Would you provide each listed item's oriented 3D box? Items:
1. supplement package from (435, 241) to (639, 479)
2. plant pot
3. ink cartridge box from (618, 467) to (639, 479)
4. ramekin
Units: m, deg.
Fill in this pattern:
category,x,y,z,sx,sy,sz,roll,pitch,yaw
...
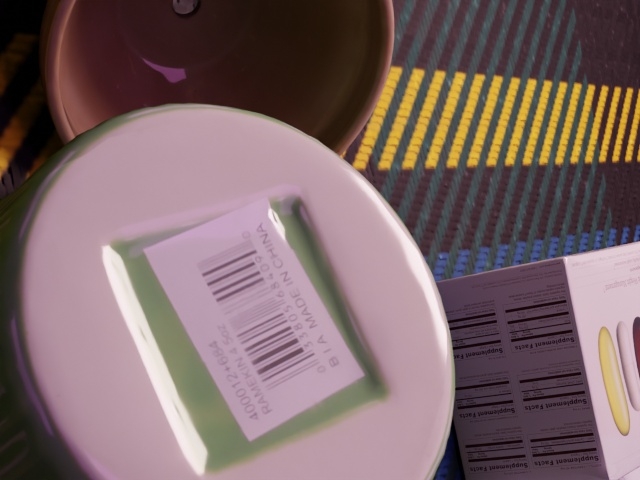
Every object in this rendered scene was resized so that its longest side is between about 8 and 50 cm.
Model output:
category,x,y,z,sx,sy,sz,roll,pitch,yaw
supplement package,0.228,0.118,1.218,0.194,0.149,0.203,-8,86,-55
plant pot,-0.079,-0.141,0.863,0.237,0.237,0.110,43,7,-39
ink cartridge box,0.312,0.367,1.207,0.330,0.071,0.324,-5,57,-45
ramekin,-0.070,0.070,0.726,0.303,0.148,0.303,15,60,-26
